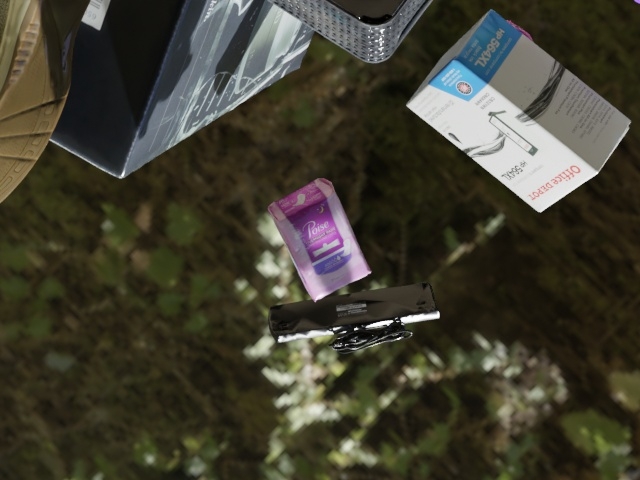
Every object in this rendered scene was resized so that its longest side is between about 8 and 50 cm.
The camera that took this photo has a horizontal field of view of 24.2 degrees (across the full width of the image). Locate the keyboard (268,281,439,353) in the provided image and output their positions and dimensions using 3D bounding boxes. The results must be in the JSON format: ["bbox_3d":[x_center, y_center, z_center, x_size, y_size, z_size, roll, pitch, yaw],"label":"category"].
[{"bbox_3d":[0.038,0.096,1.685,0.192,0.038,0.100,-9,-152,1],"label":"keyboard"}]

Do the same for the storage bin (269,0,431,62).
[{"bbox_3d":[0.016,-0.264,1.372,0.122,0.180,0.084,-54,168,-14],"label":"storage bin"}]

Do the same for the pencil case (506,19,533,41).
[{"bbox_3d":[0.247,-0.229,1.955,0.209,0.095,0.098,18,91,-79],"label":"pencil case"}]

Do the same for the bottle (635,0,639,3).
[{"bbox_3d":[0.353,-0.346,1.658,0.118,0.283,0.092,-34,150,10],"label":"bottle"}]

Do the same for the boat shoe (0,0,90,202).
[{"bbox_3d":[-0.273,-0.165,1.262,0.109,0.098,0.302,-18,133,-65],"label":"boat shoe"}]

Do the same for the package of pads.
[{"bbox_3d":[0.000,0.000,1.108,0.050,0.083,0.032,-28,-148,-6],"label":"package of pads"}]

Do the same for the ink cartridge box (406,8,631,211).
[{"bbox_3d":[0.219,-0.141,1.665,0.086,0.203,0.148,-54,-175,-25],"label":"ink cartridge box"}]

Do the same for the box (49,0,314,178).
[{"bbox_3d":[-0.151,-0.394,1.654,0.472,0.297,0.480,-45,162,-59],"label":"box"}]
